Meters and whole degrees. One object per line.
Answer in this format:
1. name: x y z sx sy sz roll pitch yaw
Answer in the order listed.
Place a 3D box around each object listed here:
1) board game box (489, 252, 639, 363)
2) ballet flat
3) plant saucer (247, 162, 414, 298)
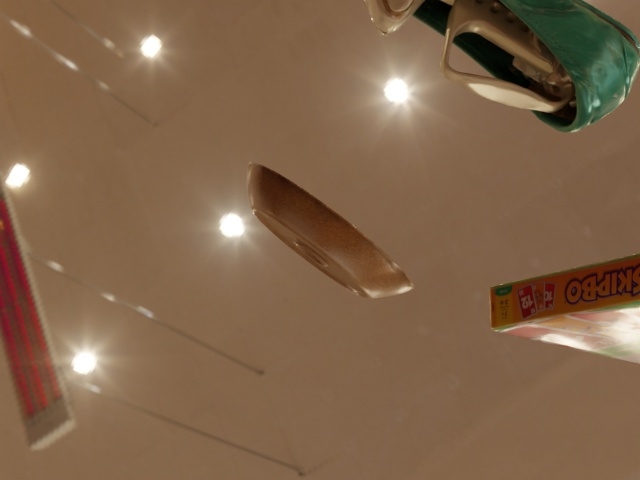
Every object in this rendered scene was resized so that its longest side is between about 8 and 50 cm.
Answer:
1. board game box: 0.241 0.055 0.788 0.124 0.259 0.039 -17 -112 48
2. ballet flat: 0.084 -0.150 0.769 0.247 0.083 0.087 34 -115 2
3. plant saucer: 0.000 0.000 0.496 0.083 0.083 0.015 32 -99 35
